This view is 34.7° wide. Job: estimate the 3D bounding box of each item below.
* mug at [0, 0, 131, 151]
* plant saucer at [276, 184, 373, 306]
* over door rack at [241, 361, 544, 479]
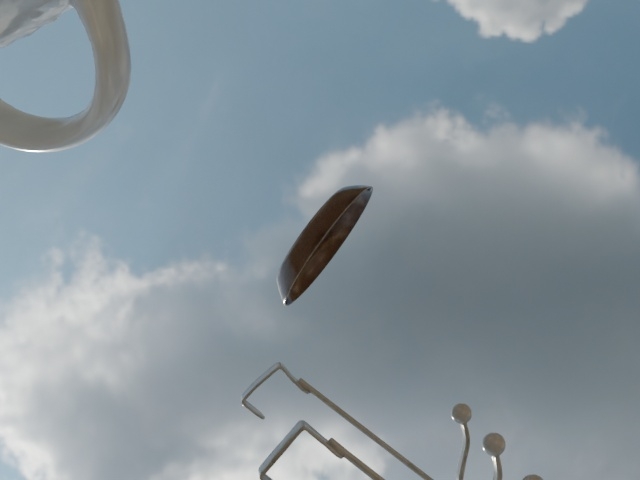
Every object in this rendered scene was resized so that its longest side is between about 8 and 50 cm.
[{"bbox_3d":[-0.288,-0.239,0.822,0.328,0.374,0.276,-7,-150,31],"label":"mug"},{"bbox_3d":[0.000,0.000,1.169,0.029,0.168,0.168,36,-125,9],"label":"plant saucer"},{"bbox_3d":[0.098,0.202,0.919,0.324,0.239,0.108,27,-89,-9],"label":"over door rack"}]
